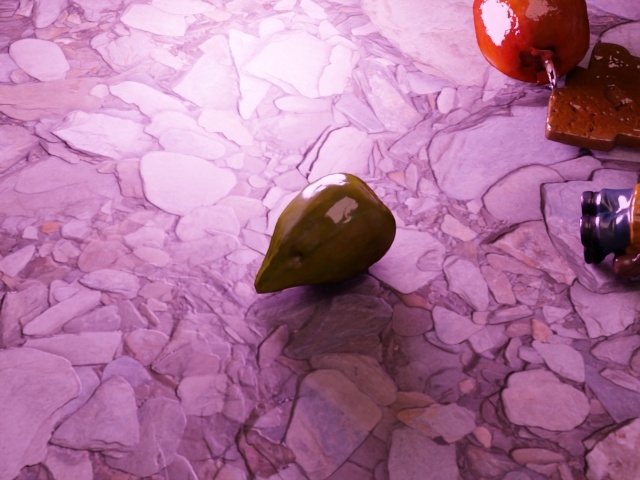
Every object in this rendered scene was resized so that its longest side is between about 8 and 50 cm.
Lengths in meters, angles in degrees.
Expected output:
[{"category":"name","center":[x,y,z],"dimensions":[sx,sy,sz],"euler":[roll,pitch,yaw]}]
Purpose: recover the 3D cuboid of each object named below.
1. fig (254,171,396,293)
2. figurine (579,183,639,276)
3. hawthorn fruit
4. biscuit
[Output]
[{"category":"fig","center":[0.005,-0.016,1.650],"dimensions":[0.234,0.167,0.167],"euler":[-21,50,-27]},{"category":"figurine","center":[0.564,-0.037,1.627],"dimensions":[0.333,0.204,0.185],"euler":[8,51,8]},{"category":"hawthorn fruit","center":[0.387,-0.371,1.930],"dimensions":[0.211,0.211,0.299],"euler":[-7,45,-5]},{"category":"biscuit","center":[0.518,-0.242,1.919],"dimensions":[0.302,0.043,0.278],"euler":[-22,53,-16]}]
